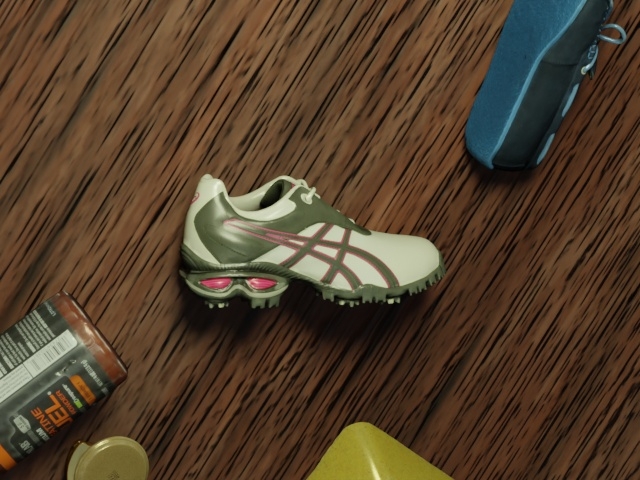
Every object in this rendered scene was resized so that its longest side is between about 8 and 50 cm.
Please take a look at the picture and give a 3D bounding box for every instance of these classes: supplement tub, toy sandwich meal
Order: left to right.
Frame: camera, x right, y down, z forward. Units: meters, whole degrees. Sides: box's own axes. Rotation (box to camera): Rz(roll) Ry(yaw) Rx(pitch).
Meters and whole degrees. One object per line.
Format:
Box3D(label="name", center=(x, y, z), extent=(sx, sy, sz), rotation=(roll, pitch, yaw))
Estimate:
Box3D(label="supplement tub", center=(-0.280, 0.142, 1.592), extent=(0.198, 0.106, 0.106), rotation=(-38, 118, -8))
Box3D(label="toy sandwich meal", center=(-0.208, 0.223, 1.697), extent=(0.085, 0.029, 0.085), rotation=(-10, 111, -26))

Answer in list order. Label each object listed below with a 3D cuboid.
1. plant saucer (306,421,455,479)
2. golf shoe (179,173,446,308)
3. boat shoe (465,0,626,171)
Box3D(label="plant saucer", center=(0.069, 0.406, 1.855), extent=(0.332, 0.081, 0.333), rotation=(36, 91, -29))
Box3D(label="golf shoe", center=(0.000, 0.000, 1.675), extent=(0.273, 0.105, 0.120), rotation=(-1, 100, -25))
Box3D(label="boat shoe", center=(0.229, -0.189, 1.727), extent=(0.089, 0.109, 0.258), rotation=(13, 118, -35))
